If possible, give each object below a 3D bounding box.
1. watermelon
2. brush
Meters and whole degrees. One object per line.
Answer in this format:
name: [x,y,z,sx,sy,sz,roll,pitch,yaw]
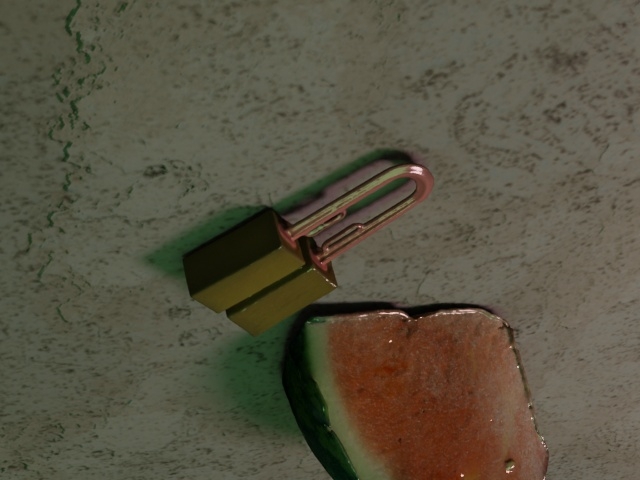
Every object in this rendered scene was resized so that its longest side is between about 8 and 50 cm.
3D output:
watermelon: [0.115,0.235,1.198,0.292,0.222,0.319,-7,143,-18]
brush: [0.000,0.000,0.988,0.233,0.047,0.103,-30,141,18]
